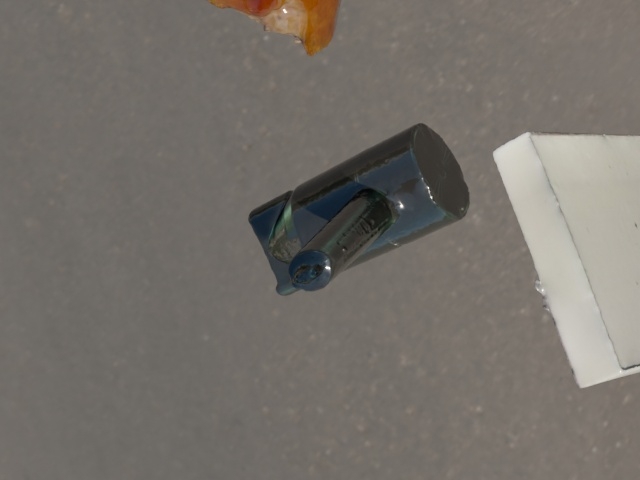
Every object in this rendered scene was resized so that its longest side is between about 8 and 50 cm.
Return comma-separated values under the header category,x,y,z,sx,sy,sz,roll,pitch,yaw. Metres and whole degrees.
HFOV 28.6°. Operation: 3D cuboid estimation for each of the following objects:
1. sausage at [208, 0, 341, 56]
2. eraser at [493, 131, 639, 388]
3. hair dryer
category,x,y,z,sx,sy,sz,roll,pitch,yaw
sausage,0.010,-0.208,0.516,0.103,0.076,0.302,55,144,24
eraser,0.138,0.003,0.542,0.023,0.150,0.104,-29,74,38
hair dryer,0.000,0.000,1.315,0.244,0.302,0.116,-27,96,28
